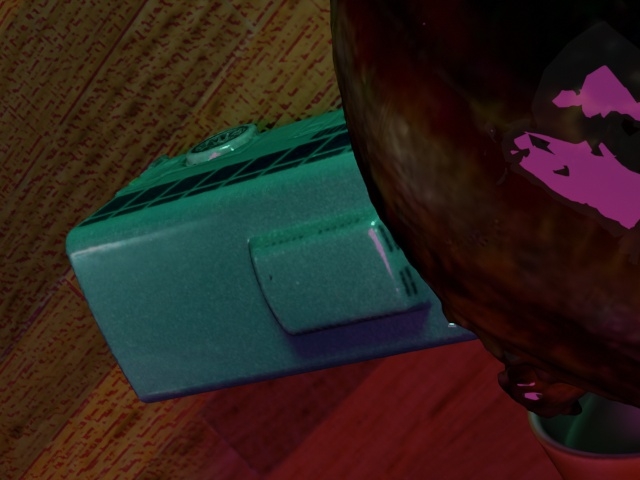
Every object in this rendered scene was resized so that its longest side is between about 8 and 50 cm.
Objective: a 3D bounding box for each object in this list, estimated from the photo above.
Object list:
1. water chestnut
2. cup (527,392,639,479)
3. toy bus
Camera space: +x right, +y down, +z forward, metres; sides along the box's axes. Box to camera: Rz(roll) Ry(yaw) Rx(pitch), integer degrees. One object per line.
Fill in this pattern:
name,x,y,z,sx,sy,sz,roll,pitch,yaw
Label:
water chestnut,0.155,-0.049,0.747,0.350,0.350,0.302,29,123,15
cup,0.236,0.144,0.886,0.182,0.226,0.264,-30,109,-6
toy bus,0.000,0.000,0.980,0.256,0.147,0.128,-14,108,35
